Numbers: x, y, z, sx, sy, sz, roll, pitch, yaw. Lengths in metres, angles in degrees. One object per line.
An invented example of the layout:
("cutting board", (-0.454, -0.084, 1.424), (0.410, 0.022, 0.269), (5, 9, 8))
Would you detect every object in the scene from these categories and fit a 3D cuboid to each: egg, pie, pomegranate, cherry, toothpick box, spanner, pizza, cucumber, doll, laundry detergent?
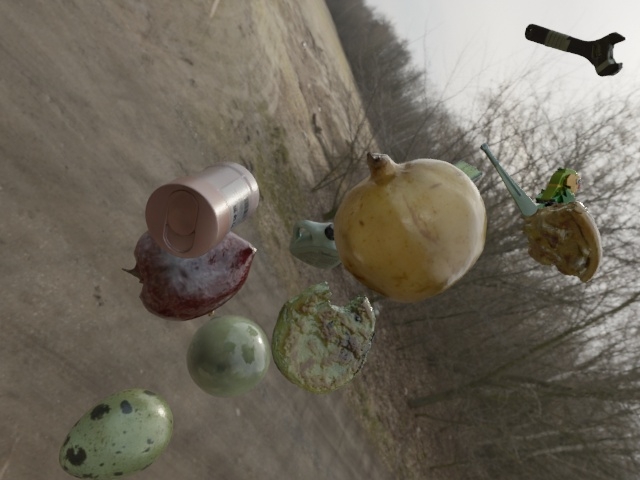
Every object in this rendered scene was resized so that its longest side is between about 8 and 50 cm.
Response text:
("egg", (-0.291, 0.364, 1.358), (0.352, 0.258, 0.258), (-21, -87, 61))
("pie", (0.010, 0.262, 1.138), (0.302, 0.303, 0.067), (63, -16, -13))
("pomegranate", (0.189, -0.045, 0.940), (0.342, 0.343, 0.342), (58, 17, -30))
("cherry", (-0.295, 0.063, 0.989), (0.203, 0.300, 0.230), (115, -40, -71))
("toothpick box", (-0.154, -0.048, 0.585), (0.098, 0.098, 0.149), (63, 20, -14))
("spanner", (0.583, -0.466, 1.002), (0.316, 0.024, 0.087), (-114, -166, -50))
("pizza", (0.691, 0.006, 1.249), (0.223, 0.089, 0.323), (19, -29, 47))
("egg", (-0.438, 0.423, 0.930), (0.228, 0.177, 0.177), (-13, 77, -36))
("cucumber", (0.456, -0.194, 1.507), (0.115, 0.244, 0.063), (38, -33, 42))
("doll", (0.746, -0.142, 1.352), (0.134, 0.186, 0.106), (37, -5, -20))
("laundry detergent", (0.000, 0.000, 1.523), (0.280, 0.215, 0.105), (120, -7, -65))

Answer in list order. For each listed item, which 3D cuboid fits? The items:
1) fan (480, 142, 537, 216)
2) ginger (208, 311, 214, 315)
("fan", (0.416, -0.137, 0.956), (0.193, 0.038, 0.016), (55, -8, 4))
("ginger", (-0.417, 0.236, 1.602), (0.030, 0.048, 0.097), (110, -15, -69))
